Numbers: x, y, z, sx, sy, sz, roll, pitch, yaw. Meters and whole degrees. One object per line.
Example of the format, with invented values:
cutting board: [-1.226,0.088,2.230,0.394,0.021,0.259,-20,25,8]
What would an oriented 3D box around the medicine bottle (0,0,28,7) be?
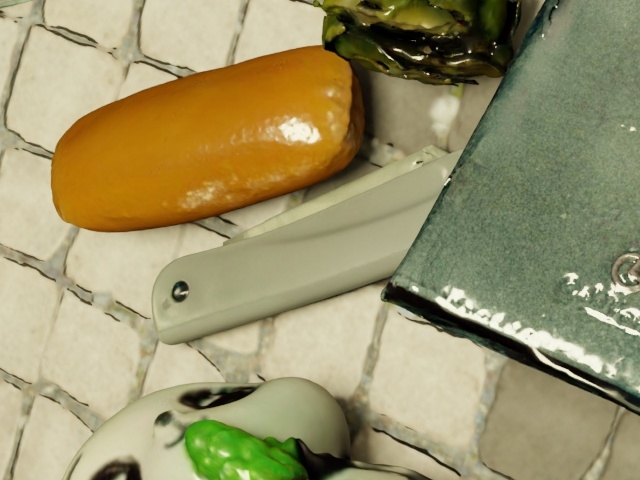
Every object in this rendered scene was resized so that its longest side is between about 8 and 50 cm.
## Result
medicine bottle: [-0.266,-0.378,1.351,0.108,0.108,0.426,-9,86,29]

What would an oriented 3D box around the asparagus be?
asparagus: [0.064,-0.286,1.166,0.128,0.108,0.382,2,91,-8]

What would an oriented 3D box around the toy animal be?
toy animal: [-0.035,0.192,1.187,0.266,0.212,0.212,34,108,16]

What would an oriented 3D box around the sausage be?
sausage: [-0.077,-0.061,1.264,0.238,0.098,0.098,-13,86,27]

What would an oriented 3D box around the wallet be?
wallet: [0.198,-0.097,1.057,0.190,0.046,0.379,23,79,25]

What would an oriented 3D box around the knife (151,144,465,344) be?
knife: [0.000,0.003,1.255,0.265,0.040,0.073,-22,70,28]
